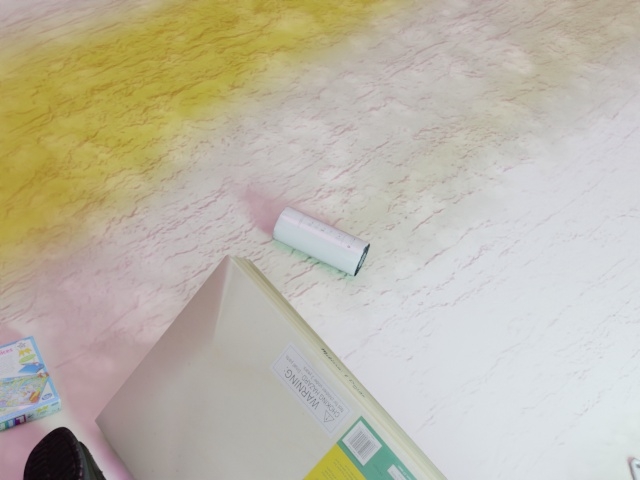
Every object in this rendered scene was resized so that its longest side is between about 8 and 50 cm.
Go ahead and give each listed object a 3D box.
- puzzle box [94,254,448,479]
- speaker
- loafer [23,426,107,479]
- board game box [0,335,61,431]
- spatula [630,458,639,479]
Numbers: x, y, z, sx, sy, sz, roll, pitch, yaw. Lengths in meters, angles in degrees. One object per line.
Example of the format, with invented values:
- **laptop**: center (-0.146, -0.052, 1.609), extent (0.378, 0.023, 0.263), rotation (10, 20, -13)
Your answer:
- **puzzle box**: center (-0.050, 0.250, 1.011), extent (0.409, 0.272, 0.052), rotation (47, 15, 25)
- **speaker**: center (0.000, 0.000, 1.356), extent (0.136, 0.055, 0.055), rotation (24, 49, 9)
- **loafer**: center (-0.262, 0.302, 1.034), extent (0.080, 0.078, 0.220), rotation (-38, 49, -1)
- **board game box**: center (-0.405, 0.184, 1.125), extent (0.154, 0.026, 0.103), rotation (-18, 56, -25)
- **spatula**: center (0.476, 0.379, 1.159), extent (0.168, 0.019, 0.242), rotation (4, 49, -8)
